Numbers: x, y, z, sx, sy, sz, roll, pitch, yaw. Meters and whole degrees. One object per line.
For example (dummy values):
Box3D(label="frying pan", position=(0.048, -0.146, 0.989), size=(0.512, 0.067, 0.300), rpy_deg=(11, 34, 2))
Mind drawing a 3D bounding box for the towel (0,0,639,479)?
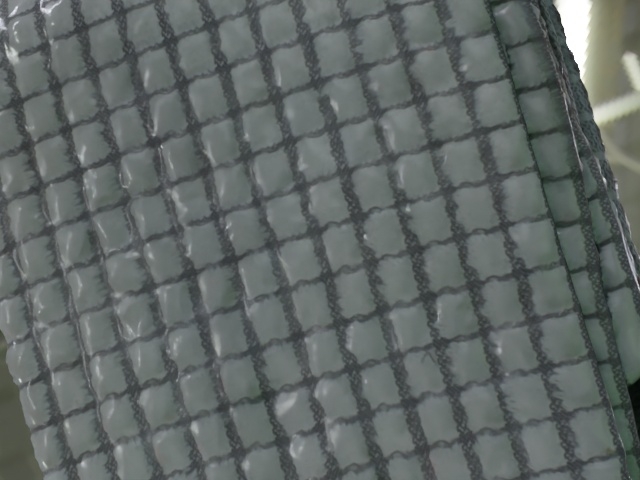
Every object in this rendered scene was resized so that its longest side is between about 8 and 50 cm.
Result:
Box3D(label="towel", position=(0.000, 0.000, 0.619), size=(0.235, 0.284, 0.121), rpy_deg=(-20, -8, 18))
